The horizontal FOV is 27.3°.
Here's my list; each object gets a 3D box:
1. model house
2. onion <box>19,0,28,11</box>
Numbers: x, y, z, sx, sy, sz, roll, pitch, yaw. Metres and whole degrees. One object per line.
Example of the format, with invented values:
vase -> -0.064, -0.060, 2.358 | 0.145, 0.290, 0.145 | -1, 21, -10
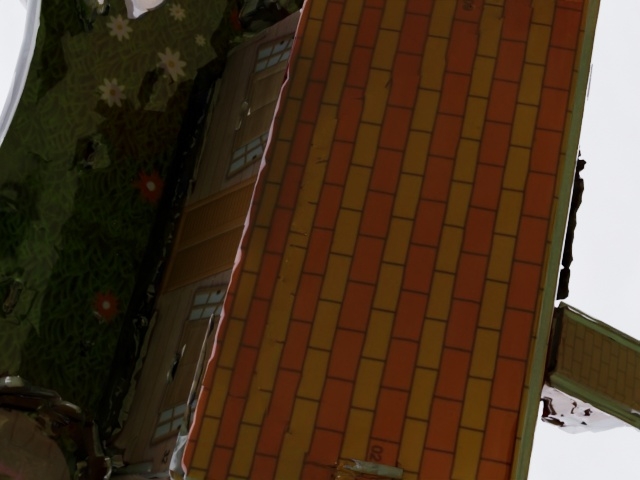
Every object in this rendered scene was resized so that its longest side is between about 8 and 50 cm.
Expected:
model house -> 0.000, 0.001, 0.426 | 0.207, 0.154, 0.294 | 29, -119, -31
onion -> -0.107, -0.228, 0.939 | 0.246, 0.190, 0.246 | 1, -129, -1
